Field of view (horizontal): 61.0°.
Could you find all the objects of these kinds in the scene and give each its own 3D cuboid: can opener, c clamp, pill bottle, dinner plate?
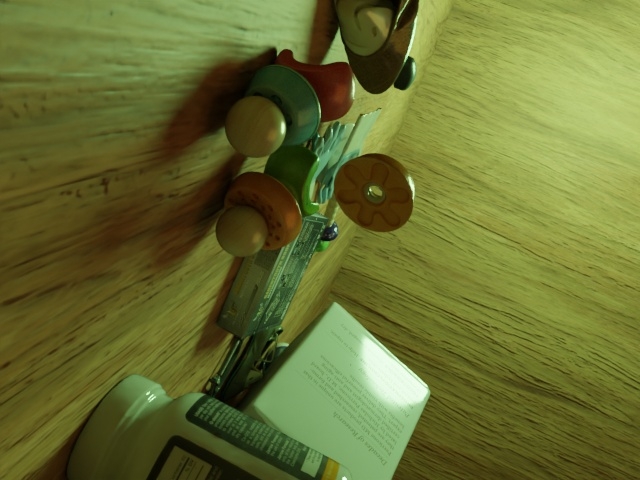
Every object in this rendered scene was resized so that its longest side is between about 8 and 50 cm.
[{"bbox_3d":[0.175,-0.435,1.177,0.074,0.093,0.280,-63,168,-13],"label":"can opener"},{"bbox_3d":[-0.183,0.235,1.076,0.137,0.022,0.160,111,5,-67],"label":"c clamp"},{"bbox_3d":[-0.118,0.268,0.600,0.162,0.279,0.162,-63,172,-16],"label":"pill bottle"},{"bbox_3d":[0.043,-0.172,1.111,0.141,0.017,0.141,-32,142,-29],"label":"dinner plate"}]

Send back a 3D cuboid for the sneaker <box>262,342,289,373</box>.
[{"bbox_3d":[-0.134,0.490,1.620,0.236,0.130,0.322,-101,-158,-67],"label":"sneaker"}]

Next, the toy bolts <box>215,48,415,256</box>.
[{"bbox_3d":[-0.018,-0.075,0.597,0.158,0.218,0.228,-50,146,-44],"label":"toy bolts"}]

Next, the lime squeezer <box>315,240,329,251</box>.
[{"bbox_3d":[0.000,0.000,1.463,0.310,0.059,0.109,-58,170,-49],"label":"lime squeezer"}]

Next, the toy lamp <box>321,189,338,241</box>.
[{"bbox_3d":[0.035,-0.105,1.290,0.080,0.080,0.274,-60,173,-39],"label":"toy lamp"}]

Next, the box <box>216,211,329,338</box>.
[{"bbox_3d":[-0.078,0.048,0.956,0.231,0.056,0.183,-66,164,6],"label":"box"}]

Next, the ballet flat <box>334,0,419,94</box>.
[{"bbox_3d":[0.084,-0.358,0.727,0.124,0.116,0.342,-27,145,-46],"label":"ballet flat"}]

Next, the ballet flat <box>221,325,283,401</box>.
[{"bbox_3d":[-0.151,0.283,1.258,0.213,0.068,0.072,-62,172,-19],"label":"ballet flat"}]

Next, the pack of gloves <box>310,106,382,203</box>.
[{"bbox_3d":[0.006,-0.147,1.026,0.195,0.046,0.232,-35,159,-50],"label":"pack of gloves"}]

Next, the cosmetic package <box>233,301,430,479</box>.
[{"bbox_3d":[-0.015,0.430,1.264,0.329,0.327,0.394,-49,177,39],"label":"cosmetic package"}]
